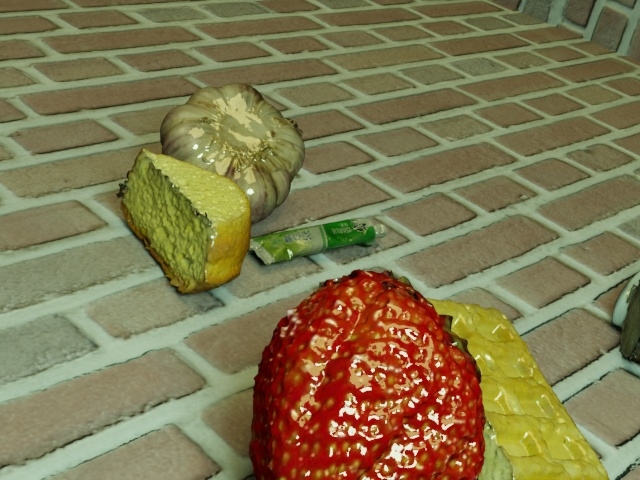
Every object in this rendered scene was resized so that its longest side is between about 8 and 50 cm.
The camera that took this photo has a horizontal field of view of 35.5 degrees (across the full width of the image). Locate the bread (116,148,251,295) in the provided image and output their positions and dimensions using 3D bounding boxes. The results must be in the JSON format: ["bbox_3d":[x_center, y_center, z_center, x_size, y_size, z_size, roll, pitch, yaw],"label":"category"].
[{"bbox_3d":[-0.171,-0.026,1.409,0.134,0.129,0.260,-2,32,-41],"label":"bread"}]

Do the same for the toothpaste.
[{"bbox_3d":[0.000,0.000,1.527,0.248,0.047,0.078,-9,34,-34],"label":"toothpaste"}]

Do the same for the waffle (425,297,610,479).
[{"bbox_3d":[0.213,0.187,1.181,0.168,0.057,0.274,11,38,-38],"label":"waffle"}]

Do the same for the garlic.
[{"bbox_3d":[-0.145,-0.127,1.584,0.244,0.160,0.245,14,51,-18],"label":"garlic"}]

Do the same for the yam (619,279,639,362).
[{"bbox_3d":[0.568,0.156,1.416,0.279,0.131,0.131,20,28,10],"label":"yam"}]

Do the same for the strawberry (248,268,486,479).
[{"bbox_3d":[0.037,0.182,1.009,0.250,0.239,0.288,14,38,29],"label":"strawberry"}]

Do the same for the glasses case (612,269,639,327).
[{"bbox_3d":[0.504,0.085,1.574,0.045,0.067,0.178,26,30,26],"label":"glasses case"}]

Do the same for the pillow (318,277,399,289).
[{"bbox_3d":[0.112,0.115,1.362,0.135,0.049,0.248,-7,30,-36],"label":"pillow"}]
